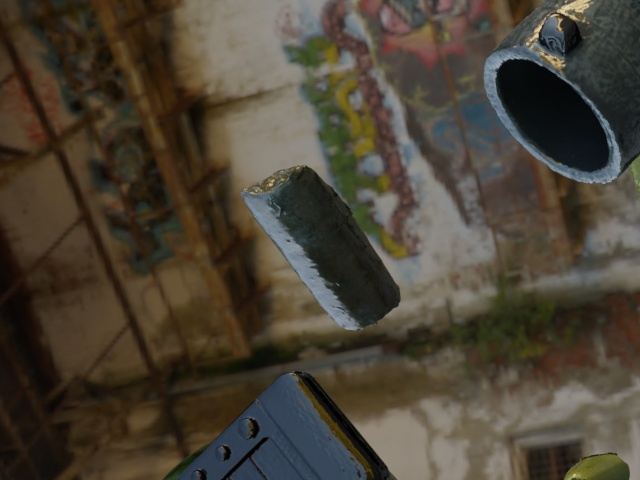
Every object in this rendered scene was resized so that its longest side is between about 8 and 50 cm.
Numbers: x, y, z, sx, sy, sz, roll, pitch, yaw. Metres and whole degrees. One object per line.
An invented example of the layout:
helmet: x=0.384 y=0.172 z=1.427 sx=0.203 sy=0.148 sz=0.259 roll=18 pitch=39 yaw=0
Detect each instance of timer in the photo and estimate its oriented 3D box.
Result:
timer: x=-0.039 y=0.228 z=1.187 sx=0.144 sy=0.187 sz=0.055 roll=49 pitch=-166 yaw=18

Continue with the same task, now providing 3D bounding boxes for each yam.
yam: x=0.000 y=0.000 z=1.553 sx=0.259 sy=0.106 sz=0.106 roll=56 pitch=-153 yaw=-35

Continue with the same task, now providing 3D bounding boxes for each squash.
squash: x=0.471 y=0.425 z=2.276 sx=0.200 sy=0.090 sz=0.075 roll=5 pitch=-134 yaw=-53

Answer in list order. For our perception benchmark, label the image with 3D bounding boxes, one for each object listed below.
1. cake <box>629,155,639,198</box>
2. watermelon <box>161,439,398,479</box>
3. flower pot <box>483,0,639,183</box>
cake: x=0.620 y=-0.158 z=2.037 sx=0.179 sy=0.260 sz=0.156 roll=-22 pitch=-89 yaw=-47
watermelon: x=-0.057 y=0.377 z=1.416 sx=0.363 sy=0.363 sz=0.363 roll=-13 pitch=-90 yaw=-72
flower pot: x=0.380 y=-0.263 z=1.717 sx=0.299 sy=0.283 sz=0.299 roll=43 pitch=165 yaw=15
